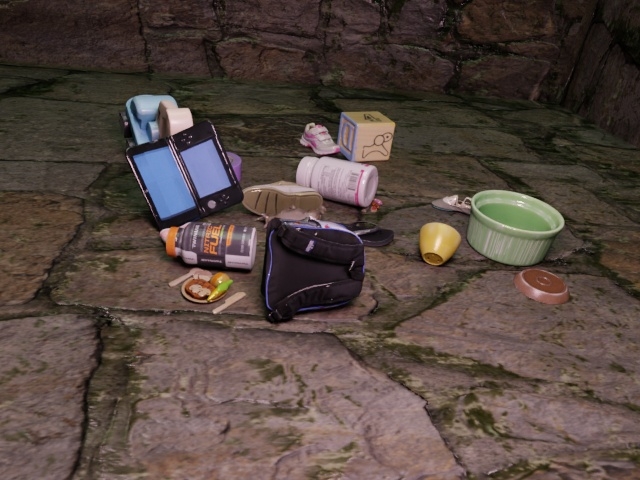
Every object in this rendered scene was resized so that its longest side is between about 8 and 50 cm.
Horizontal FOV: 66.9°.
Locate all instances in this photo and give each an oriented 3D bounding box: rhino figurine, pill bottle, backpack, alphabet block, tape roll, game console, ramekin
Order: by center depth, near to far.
[{"bbox_3d":[-0.020,0.062,1.290,0.264,0.276,0.213,4,18,-11],"label":"backpack"},{"bbox_3d":[-0.315,0.014,1.404,0.246,0.130,0.130,5,31,-2],"label":"pill bottle"},{"bbox_3d":[-0.431,-0.209,1.564,0.251,0.292,0.173,-19,10,17],"label":"game console"},{"bbox_3d":[-0.107,-0.075,1.639,0.244,0.073,0.106,0,21,13],"label":"rhino figurine"},{"bbox_3d":[0.654,-0.042,1.667,0.304,0.148,0.303,5,32,-3],"label":"ramekin"},{"bbox_3d":[0.062,-0.230,1.843,0.283,0.160,0.160,16,32,23],"label":"pill bottle"},{"bbox_3d":[-0.410,-0.287,1.929,0.189,0.080,0.189,5,30,-3],"label":"tape roll"},{"bbox_3d":[0.210,-0.491,2.282,0.197,0.192,0.193,-6,35,-21],"label":"alphabet block"}]

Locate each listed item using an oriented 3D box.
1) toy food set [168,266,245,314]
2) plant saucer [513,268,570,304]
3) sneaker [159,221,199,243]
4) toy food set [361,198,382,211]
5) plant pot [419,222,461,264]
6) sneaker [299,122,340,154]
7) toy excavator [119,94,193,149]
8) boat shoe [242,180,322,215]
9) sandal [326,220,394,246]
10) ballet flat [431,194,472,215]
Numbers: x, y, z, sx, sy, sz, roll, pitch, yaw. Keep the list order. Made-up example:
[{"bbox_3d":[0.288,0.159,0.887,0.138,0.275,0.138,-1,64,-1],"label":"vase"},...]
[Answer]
[{"bbox_3d":[-0.311,0.121,1.316,0.192,0.038,0.132,24,35,26],"label":"toy food set"},{"bbox_3d":[0.687,0.135,1.500,0.169,0.029,0.168,4,31,-2],"label":"plant saucer"},{"bbox_3d":[-0.424,-0.014,1.507,0.135,0.050,0.070,-15,39,-26],"label":"sneaker"},{"bbox_3d":[0.200,-0.141,1.866,0.078,0.019,0.122,9,31,3],"label":"toy food set"},{"bbox_3d":[0.371,0.022,1.547,0.134,0.134,0.095,17,57,16],"label":"plant pot"},{"bbox_3d":[-0.004,-0.485,2.303,0.103,0.111,0.252,-22,41,-38],"label":"sneaker"},{"bbox_3d":[-0.617,-0.452,1.856,0.223,0.445,0.432,-12,66,-28],"label":"toy excavator"},{"bbox_3d":[-0.148,-0.154,1.744,0.303,0.113,0.103,3,28,-27],"label":"boat shoe"},{"bbox_3d":[0.124,-0.032,1.637,0.255,0.054,0.097,6,31,0],"label":"sandal"},{"bbox_3d":[0.544,-0.144,1.891,0.214,0.068,0.072,17,33,17],"label":"ballet flat"}]
